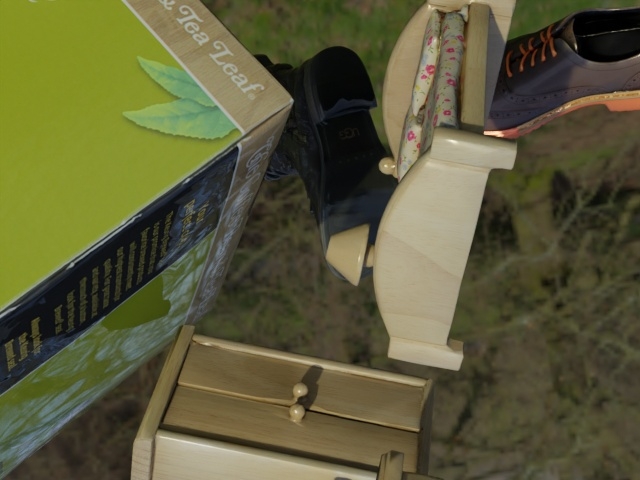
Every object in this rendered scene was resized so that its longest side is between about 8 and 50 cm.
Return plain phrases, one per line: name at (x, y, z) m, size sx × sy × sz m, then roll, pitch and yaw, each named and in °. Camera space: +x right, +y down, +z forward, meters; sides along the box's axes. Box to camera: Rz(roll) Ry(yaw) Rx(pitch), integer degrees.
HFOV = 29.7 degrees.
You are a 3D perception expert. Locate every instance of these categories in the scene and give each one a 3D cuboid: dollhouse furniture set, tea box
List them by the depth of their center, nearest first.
dollhouse furniture set at (0.000, 0.000, 0.652) m, size 0.174 × 0.303 × 0.355 m, roll 10°, pitch 123°, yaw 2°
tea box at (-0.224, 0.005, 0.699) m, size 0.323 × 0.220 × 0.329 m, roll -38°, pitch 170°, yaw -25°

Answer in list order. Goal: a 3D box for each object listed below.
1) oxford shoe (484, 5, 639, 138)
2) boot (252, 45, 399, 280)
oxford shoe at (0.196, -0.160, 1.072) m, size 0.271 × 0.096 × 0.098 m, roll -12°, pitch 151°, yaw 14°
boot at (-0.014, -0.087, 1.319) m, size 0.091 × 0.262 × 0.229 m, roll -7°, pitch -178°, yaw -26°
